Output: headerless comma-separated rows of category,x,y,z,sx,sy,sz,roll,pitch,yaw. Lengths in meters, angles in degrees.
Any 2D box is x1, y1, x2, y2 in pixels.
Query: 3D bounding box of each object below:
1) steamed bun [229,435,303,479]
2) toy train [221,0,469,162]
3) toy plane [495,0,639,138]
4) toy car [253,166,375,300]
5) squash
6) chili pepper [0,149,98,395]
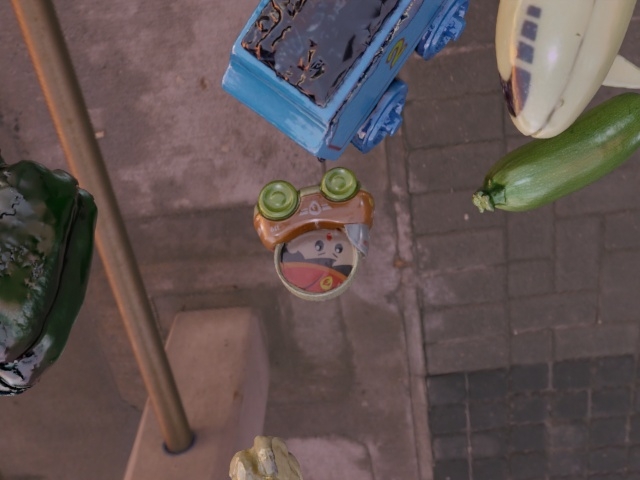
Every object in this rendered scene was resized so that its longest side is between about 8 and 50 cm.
steamed bun,-0.091,0.448,1.264,0.106,0.178,0.192,-21,148,11
toy train,0.039,-0.241,0.842,0.188,0.265,0.300,37,102,10
toy plane,0.137,-0.169,0.346,0.092,0.229,0.244,5,95,-20
toy car,0.000,0.000,1.316,0.235,0.235,0.145,-5,163,5
squash,0.394,-0.133,1.135,0.395,0.107,0.107,-27,123,-24
chili pepper,-0.380,0.026,0.825,0.233,0.257,0.248,21,155,-5
